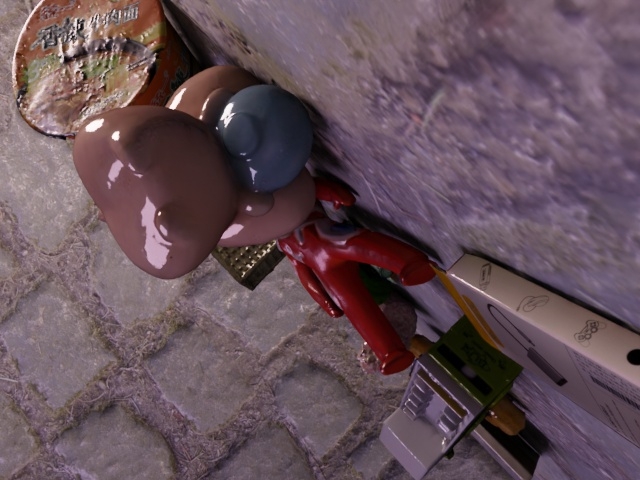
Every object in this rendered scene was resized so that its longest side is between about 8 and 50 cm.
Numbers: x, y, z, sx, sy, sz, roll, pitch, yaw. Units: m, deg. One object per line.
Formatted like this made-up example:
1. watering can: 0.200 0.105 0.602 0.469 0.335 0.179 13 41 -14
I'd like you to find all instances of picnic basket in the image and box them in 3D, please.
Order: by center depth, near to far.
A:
1. picnic basket: -0.104 -0.024 0.939 0.134 0.196 0.154 42 173 12

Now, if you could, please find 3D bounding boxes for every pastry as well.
1. pastry: 0.102 0.130 0.936 0.102 0.112 0.265 21 -165 -13

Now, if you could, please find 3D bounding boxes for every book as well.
1. book: 0.332 0.361 1.024 0.217 0.021 0.310 44 -175 28

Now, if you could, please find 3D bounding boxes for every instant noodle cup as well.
1. instant noodle cup: -0.265 -0.215 0.716 0.230 0.230 0.182 44 -177 20

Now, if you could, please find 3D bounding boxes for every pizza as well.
1. pizza: 0.236 0.226 0.878 0.127 0.058 0.246 51 171 -34

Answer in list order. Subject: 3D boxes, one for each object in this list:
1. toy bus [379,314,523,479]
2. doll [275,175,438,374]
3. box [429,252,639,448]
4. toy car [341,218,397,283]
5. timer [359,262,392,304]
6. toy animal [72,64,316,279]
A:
1. toy bus: 0.169 0.225 0.720 0.113 0.139 0.302 43 156 26
2. doll: 0.000 0.000 0.696 0.384 0.099 0.188 42 134 48
3. box: 0.188 0.087 0.380 0.129 0.033 0.247 49 174 -31
4. toy car: 0.070 0.019 0.764 0.122 0.035 0.059 39 176 -8
5. timer: 0.052 0.044 0.833 0.140 0.047 0.128 48 -162 22
6. toy animal: -0.129 -0.065 0.562 0.210 0.221 0.229 64 163 -7
